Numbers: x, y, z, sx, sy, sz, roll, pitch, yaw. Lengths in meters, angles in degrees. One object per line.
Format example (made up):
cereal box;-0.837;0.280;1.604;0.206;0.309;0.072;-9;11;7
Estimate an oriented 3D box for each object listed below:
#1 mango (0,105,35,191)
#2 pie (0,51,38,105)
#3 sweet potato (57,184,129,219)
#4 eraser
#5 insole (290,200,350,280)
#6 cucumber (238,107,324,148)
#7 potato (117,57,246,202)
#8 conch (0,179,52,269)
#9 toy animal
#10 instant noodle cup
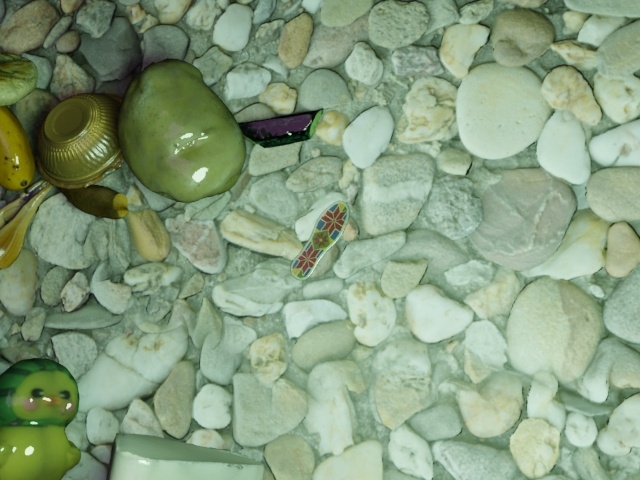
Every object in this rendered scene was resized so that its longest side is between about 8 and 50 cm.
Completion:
mango;-0.748;-0.224;1.859;0.109;0.147;0.227;-22;93;-33
pie;-0.821;-0.398;1.841;0.338;0.337;0.075;29;117;20
sweet potato;-0.530;-0.100;1.817;0.244;0.077;0.077;19;83;31
eraser;-0.315;0.475;1.553;0.332;0.331;0.149;8;82;17
insole;0.000;0.000;1.675;0.065;0.006;0.193;34;88;20
cucumber;-0.099;-0.244;1.740;0.220;0.046;0.070;-8;83;16
potato;-0.307;-0.225;1.700;0.243;0.221;0.326;-40;79;17
conch;-0.726;-0.017;1.850;0.109;0.093;0.330;20;63;36
toy animal;-0.623;0.418;1.662;0.191;0.216;0.338;-12;70;41
instant noodle cup;-0.559;-0.254;1.814;0.274;0.090;0.273;-8;62;15
